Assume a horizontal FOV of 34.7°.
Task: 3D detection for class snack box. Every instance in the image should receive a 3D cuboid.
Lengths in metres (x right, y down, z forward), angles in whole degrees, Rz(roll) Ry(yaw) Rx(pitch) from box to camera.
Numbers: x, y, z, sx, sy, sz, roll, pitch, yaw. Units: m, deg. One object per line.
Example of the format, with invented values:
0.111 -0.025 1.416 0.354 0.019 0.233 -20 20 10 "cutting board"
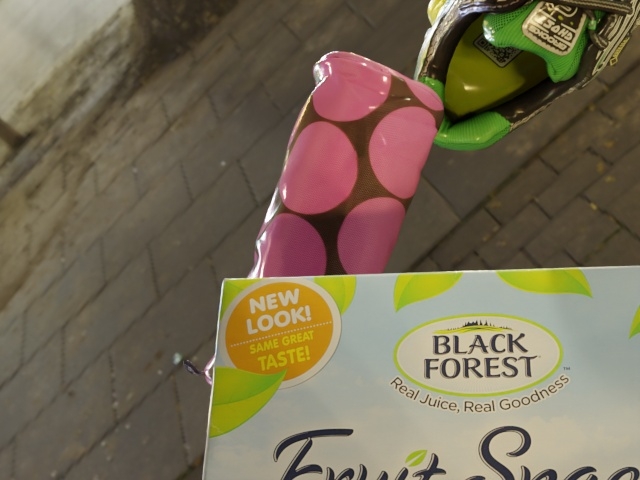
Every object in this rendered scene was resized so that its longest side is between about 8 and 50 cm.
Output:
0.050 0.112 0.311 0.175 0.070 0.207 -3 59 9 "snack box"

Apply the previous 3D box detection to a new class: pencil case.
0.000 0.000 0.596 0.098 0.095 0.209 -4 -64 -88 "pencil case"

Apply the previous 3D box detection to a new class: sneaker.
0.179 -0.173 0.629 0.343 0.134 0.146 -50 13 42 "sneaker"
